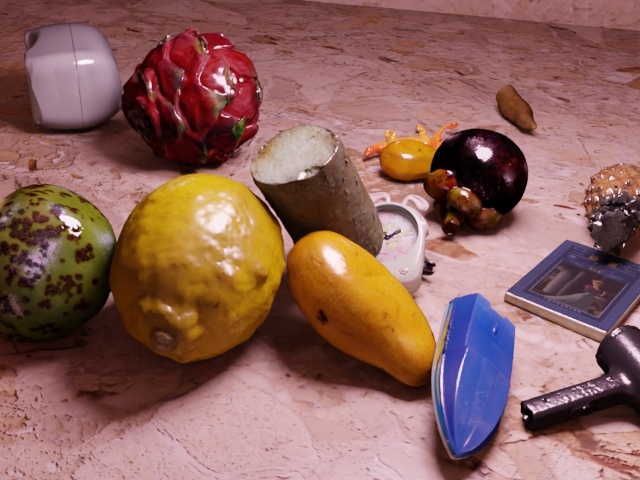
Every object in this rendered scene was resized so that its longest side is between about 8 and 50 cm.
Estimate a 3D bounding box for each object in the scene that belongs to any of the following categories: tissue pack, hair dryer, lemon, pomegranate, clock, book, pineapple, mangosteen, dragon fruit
[{"bbox_3d":[-0.631,-0.430,2.020,0.236,0.229,0.333,-9,32,-16],"label":"tissue pack"},{"bbox_3d":[0.412,0.233,1.145,0.252,0.089,0.197,-12,35,-9],"label":"hair dryer"},{"bbox_3d":[-0.191,0.038,1.215,0.286,0.285,0.316,14,6,17],"label":"lemon"},{"bbox_3d":[-0.450,0.024,1.224,0.254,0.270,0.254,-30,24,15],"label":"pomegranate"},{"bbox_3d":[0.124,-0.001,1.428,0.152,0.062,0.190,8,64,19],"label":"clock"},{"bbox_3d":[0.486,0.083,1.447,0.191,0.025,0.269,24,36,32],"label":"book"},{"bbox_3d":[0.586,-0.060,1.558,0.158,0.157,0.279,16,24,21],"label":"pineapple"},{"bbox_3d":[0.311,-0.112,1.625,0.211,0.211,0.250,22,66,29],"label":"mangosteen"},{"bbox_3d":[-0.289,-0.322,1.805,0.330,0.329,0.329,3,30,-1],"label":"dragon fruit"}]

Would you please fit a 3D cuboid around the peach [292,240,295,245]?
[{"bbox_3d":[0.000,0.002,1.477,0.101,0.100,0.100,3,30,-1],"label":"peach"}]

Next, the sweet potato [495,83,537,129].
[{"bbox_3d":[0.546,-0.356,2.180,0.077,0.077,0.243,-2,39,-9],"label":"sweet potato"}]

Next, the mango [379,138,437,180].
[{"bbox_3d":[0.218,-0.188,1.830,0.165,0.089,0.115,-5,32,-20],"label":"mango"}]

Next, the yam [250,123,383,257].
[{"bbox_3d":[-0.001,-0.069,1.319,0.161,0.268,0.161,-12,53,16],"label":"yam"}]

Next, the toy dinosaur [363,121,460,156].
[{"bbox_3d":[0.242,-0.233,1.935,0.289,0.070,0.117,-14,45,-20],"label":"toy dinosaur"}]

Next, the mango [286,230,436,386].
[{"bbox_3d":[0.063,0.109,1.228,0.295,0.120,0.177,49,34,5],"label":"mango"}]

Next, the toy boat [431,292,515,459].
[{"bbox_3d":[0.214,0.205,1.138,0.129,0.088,0.295,42,35,-10],"label":"toy boat"}]

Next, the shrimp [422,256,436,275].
[{"bbox_3d":[0.117,-0.012,1.547,0.164,0.062,0.317,-16,36,-43],"label":"shrimp"}]
